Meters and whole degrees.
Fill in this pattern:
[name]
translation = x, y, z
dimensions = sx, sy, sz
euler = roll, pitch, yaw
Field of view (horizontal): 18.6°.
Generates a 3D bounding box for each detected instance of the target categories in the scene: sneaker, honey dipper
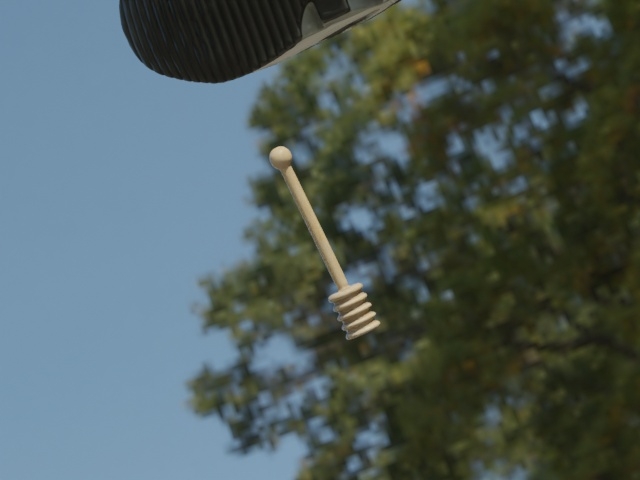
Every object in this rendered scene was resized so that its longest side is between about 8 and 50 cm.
[sneaker]
translation = -0.007, -0.214, 1.589
dimensions = 0.330, 0.122, 0.146
euler = -14, 6, 30
[honey dipper]
translation = 0.000, 0.000, 1.524
dimensions = 0.030, 0.161, 0.030
euler = -25, 3, 2
